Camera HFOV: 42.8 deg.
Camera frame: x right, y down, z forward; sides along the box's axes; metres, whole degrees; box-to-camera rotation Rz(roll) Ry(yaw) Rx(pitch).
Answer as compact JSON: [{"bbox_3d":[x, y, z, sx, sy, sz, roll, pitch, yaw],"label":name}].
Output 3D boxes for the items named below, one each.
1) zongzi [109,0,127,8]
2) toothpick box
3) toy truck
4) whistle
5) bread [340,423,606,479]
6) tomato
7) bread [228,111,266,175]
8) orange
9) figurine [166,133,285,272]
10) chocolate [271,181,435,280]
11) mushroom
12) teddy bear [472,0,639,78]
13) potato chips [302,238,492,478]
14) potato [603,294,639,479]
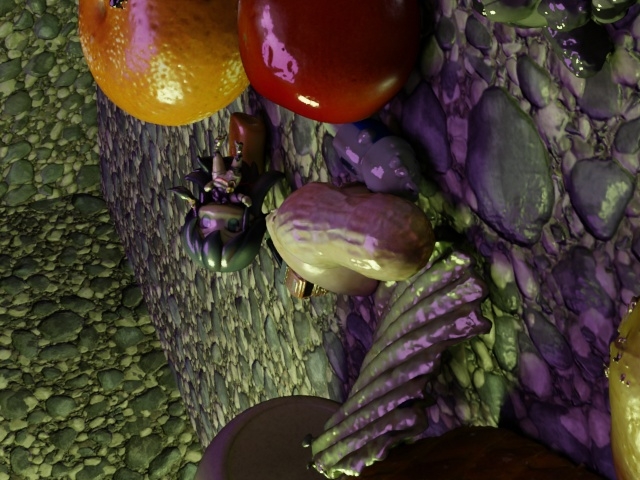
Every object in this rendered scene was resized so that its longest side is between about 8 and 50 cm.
[{"bbox_3d":[-0.049,-0.427,0.968,0.418,0.447,0.181,34,158,51],"label":"zongzi"},{"bbox_3d":[-0.047,0.529,1.505,0.409,0.409,0.425,55,153,40],"label":"toothpick box"},{"bbox_3d":[-0.048,0.026,1.622,0.192,0.092,0.083,59,151,33],"label":"toy truck"},{"bbox_3d":[0.078,-0.135,1.238,0.244,0.092,0.110,46,172,43],"label":"whistle"},{"bbox_3d":[0.201,0.388,1.040,0.279,0.279,0.207,-160,57,-66],"label":"bread"},{"bbox_3d":[-0.003,-0.300,1.168,0.298,0.226,0.298,47,146,46],"label":"tomato"},{"bbox_3d":[-0.160,-0.171,1.789,0.092,0.074,0.239,55,149,42],"label":"bread"},{"bbox_3d":[-0.281,-0.436,1.602,0.424,0.326,0.423,8,101,48],"label":"orange"},{"bbox_3d":[-0.189,-0.065,1.678,0.175,0.197,0.264,18,85,31],"label":"figurine"},{"bbox_3d":[0.041,-0.017,1.206,0.309,0.134,0.134,9,111,50],"label":"chocolate"},{"bbox_3d":[-0.002,0.025,1.419,0.236,0.162,0.173,129,131,-65],"label":"mushroom"},{"bbox_3d":[0.233,-0.243,0.776,0.171,0.144,0.251,59,158,3],"label":"teddy bear"},{"bbox_3d":[0.103,0.184,1.203,0.097,0.373,0.389,30,160,-7],"label":"potato chips"},{"bbox_3d":[0.346,0.167,0.743,0.173,0.140,0.300,-136,35,-58],"label":"potato"}]
